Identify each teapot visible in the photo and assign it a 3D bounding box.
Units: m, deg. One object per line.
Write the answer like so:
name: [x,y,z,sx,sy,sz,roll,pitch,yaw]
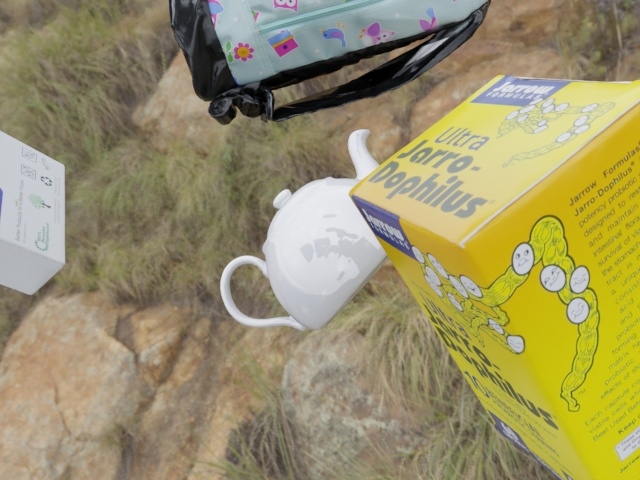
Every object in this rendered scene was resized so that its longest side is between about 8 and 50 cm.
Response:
teapot: [0.000,0.000,0.952,0.256,0.187,0.252,-42,-9,-44]

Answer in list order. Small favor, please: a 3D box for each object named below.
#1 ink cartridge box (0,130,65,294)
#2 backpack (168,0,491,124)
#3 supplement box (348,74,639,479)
ink cartridge box: [-0.393,-0.081,0.577,0.065,0.333,0.165,-37,45,19]
backpack: [0.010,-0.158,0.379,0.182,0.115,0.151,-11,42,16]
supplement box: [0.220,0.054,0.575,0.195,0.356,0.194,-38,24,-8]
